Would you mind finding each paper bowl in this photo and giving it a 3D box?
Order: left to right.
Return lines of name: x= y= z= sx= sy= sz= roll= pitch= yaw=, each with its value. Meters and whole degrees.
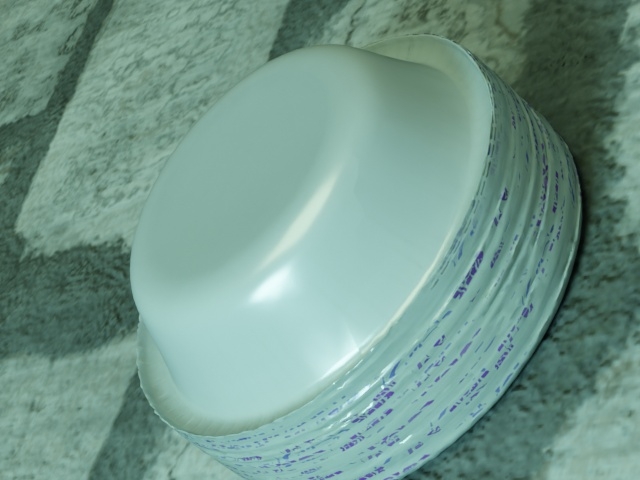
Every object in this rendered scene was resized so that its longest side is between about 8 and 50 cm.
paper bowl: x=0.000 y=0.000 z=1.058 sx=0.284 sy=0.148 sz=0.284 roll=-33 pitch=36 yaw=28
